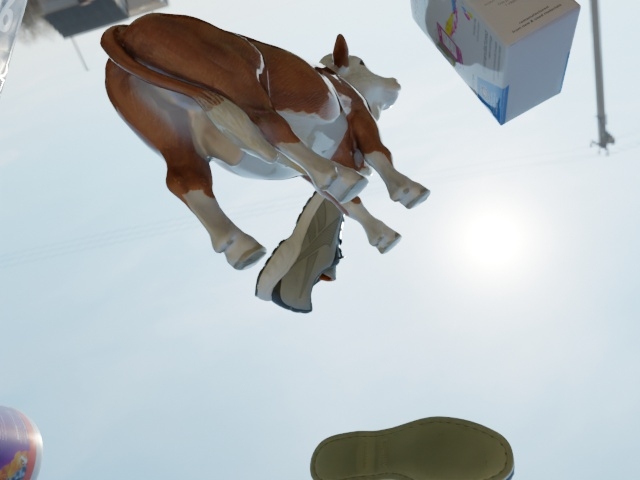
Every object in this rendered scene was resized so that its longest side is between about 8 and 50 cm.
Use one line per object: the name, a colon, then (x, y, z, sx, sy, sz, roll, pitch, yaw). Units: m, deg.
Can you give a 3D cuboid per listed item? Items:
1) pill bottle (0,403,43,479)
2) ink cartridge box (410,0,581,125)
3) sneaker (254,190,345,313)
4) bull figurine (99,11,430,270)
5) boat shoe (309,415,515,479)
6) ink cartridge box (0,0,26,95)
pill bottle: (-0.325, 0.169, 0.488, 0.108, 0.193, 0.108, -6, -117, 12)
ink cartridge box: (0.108, -0.152, 0.409, 0.052, 0.088, 0.122, -29, -116, 1)
sneaker: (0.000, 0.000, 0.997, 0.108, 0.100, 0.271, 30, -112, 4)
bull figurine: (-0.014, -0.083, 0.462, 0.310, 0.101, 0.188, -9, -124, -53)
boat shoe: (0.101, 0.241, 0.656, 0.228, 0.068, 0.081, -13, -135, 30)
ink cartridge box: (-0.347, -0.190, 0.503, 0.072, 0.307, 0.303, 19, -174, -3)
